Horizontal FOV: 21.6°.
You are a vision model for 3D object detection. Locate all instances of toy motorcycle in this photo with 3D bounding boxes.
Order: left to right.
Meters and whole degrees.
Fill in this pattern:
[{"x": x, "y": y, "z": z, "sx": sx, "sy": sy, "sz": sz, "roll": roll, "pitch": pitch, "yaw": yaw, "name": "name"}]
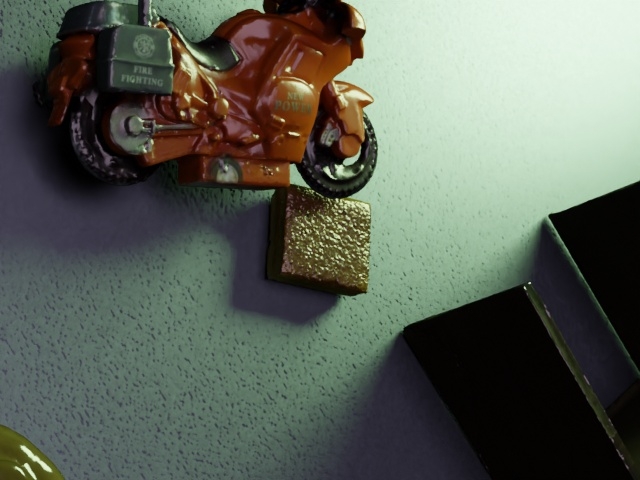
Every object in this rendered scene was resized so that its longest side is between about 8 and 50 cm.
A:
[{"x": -0.082, "y": -0.152, "z": 1.443, "sx": 0.326, "sy": 0.148, "sz": 0.221, "roll": 2, "pitch": 85, "yaw": -35, "name": "toy motorcycle"}]

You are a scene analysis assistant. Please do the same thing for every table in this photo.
[{"x": 0.277, "y": 0.122, "z": 1.572, "sx": 0.250, "sy": 0.196, "sz": 0.282, "roll": -34, "pitch": 96, "yaw": -34, "name": "table"}]

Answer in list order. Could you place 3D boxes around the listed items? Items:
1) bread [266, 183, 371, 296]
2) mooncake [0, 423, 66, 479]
[{"x": 0.000, "y": 0.000, "z": 1.519, "sx": 0.094, "sy": 0.035, "sz": 0.090, "roll": 13, "pitch": 69, "yaw": -30, "name": "bread"}, {"x": -0.265, "y": 0.260, "z": 1.224, "sx": 0.235, "sy": 0.117, "sz": 0.234, "roll": 12, "pitch": 68, "yaw": -30, "name": "mooncake"}]
